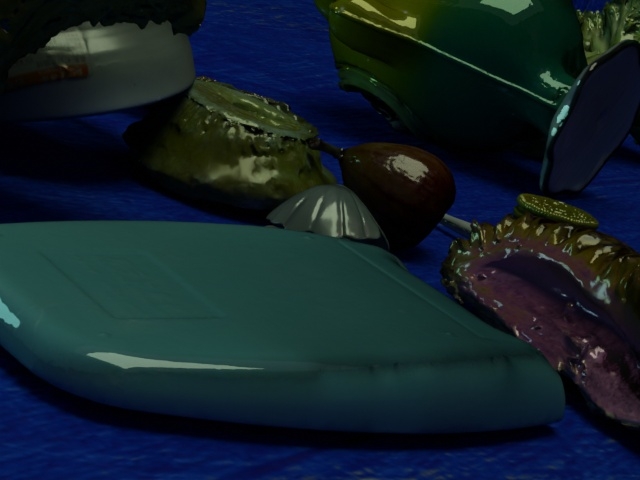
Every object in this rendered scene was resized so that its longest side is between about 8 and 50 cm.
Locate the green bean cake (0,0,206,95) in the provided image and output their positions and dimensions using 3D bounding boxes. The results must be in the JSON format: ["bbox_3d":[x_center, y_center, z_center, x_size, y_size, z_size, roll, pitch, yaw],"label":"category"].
[{"bbox_3d":[-0.228,-0.175,1.242,0.285,0.310,0.202,28,8,-1],"label":"green bean cake"}]

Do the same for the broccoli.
[{"bbox_3d":[0.358,-0.186,2.219,0.252,0.221,0.361,12,24,7],"label":"broccoli"}]

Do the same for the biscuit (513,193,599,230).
[{"bbox_3d":[0.226,-0.022,1.744,0.084,0.023,0.084,17,12,-4],"label":"biscuit"}]

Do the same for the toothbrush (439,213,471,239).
[{"bbox_3d":[0.151,0.004,1.549,0.288,0.026,0.024,35,-19,49],"label":"toothbrush"}]

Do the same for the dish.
[{"bbox_3d":[-0.237,-0.188,1.456,0.273,0.134,0.273,0,17,0],"label":"dish"}]

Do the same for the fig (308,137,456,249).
[{"bbox_3d":[0.047,-0.051,1.477,0.125,0.089,0.089,39,13,-4],"label":"fig"}]

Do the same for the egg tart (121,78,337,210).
[{"bbox_3d":[-0.066,-0.076,1.499,0.197,0.078,0.197,18,16,-5],"label":"egg tart"}]

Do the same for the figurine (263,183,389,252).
[{"bbox_3d":[0.000,0.000,1.316,0.094,0.082,0.086,10,29,15],"label":"figurine"}]

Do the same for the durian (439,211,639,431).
[{"bbox_3d":[0.232,0.054,1.273,0.191,0.112,0.341,7,15,-29],"label":"durian"}]

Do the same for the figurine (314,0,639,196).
[{"bbox_3d":[0.164,-0.203,1.954,0.340,0.231,0.323,30,17,25],"label":"figurine"}]

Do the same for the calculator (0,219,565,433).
[{"bbox_3d":[-0.046,0.048,1.098,0.386,0.054,0.256,2,20,-35],"label":"calculator"}]

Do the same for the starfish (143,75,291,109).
[{"bbox_3d":[-0.149,-0.144,1.729,0.227,0.043,0.240,9,13,-39],"label":"starfish"}]
